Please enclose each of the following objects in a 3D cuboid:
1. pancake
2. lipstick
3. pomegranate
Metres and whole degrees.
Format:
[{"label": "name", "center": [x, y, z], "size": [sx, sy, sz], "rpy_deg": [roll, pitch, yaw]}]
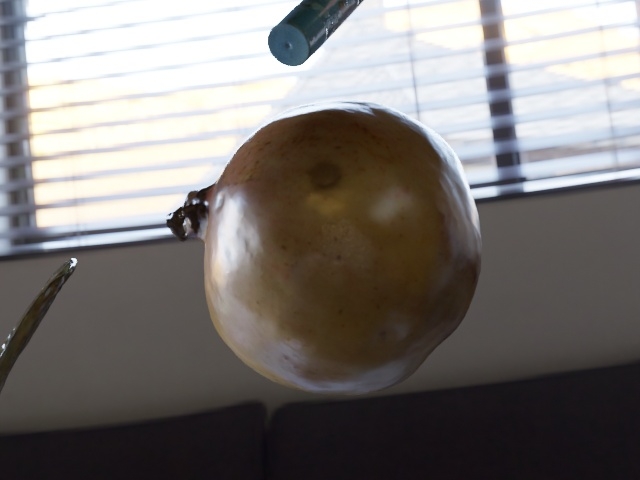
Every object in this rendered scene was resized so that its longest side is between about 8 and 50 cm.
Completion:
[{"label": "pancake", "center": [-0.395, 0.129, 1.552], "size": [0.031, 0.250, 0.250], "rpy_deg": [30, -15, -9]}, {"label": "lipstick", "center": [0.000, -0.231, 1.194], "size": [0.048, 0.048, 0.158], "rpy_deg": [-11, 27, 34]}, {"label": "pomegranate", "center": [0.000, 0.000, 1.242], "size": [0.338, 0.338, 0.338], "rpy_deg": [-6, -7, -1]}]
